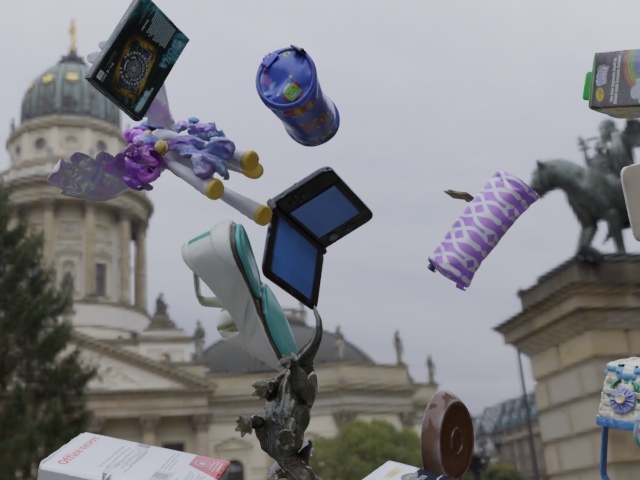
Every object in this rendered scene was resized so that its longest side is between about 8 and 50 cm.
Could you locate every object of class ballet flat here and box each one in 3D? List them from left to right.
[{"bbox_3d":[-0.153,0.117,1.655,0.139,0.139,0.400,-9,-44,12],"label":"ballet flat"}]

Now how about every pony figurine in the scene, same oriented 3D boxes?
[{"bbox_3d":[-0.294,-0.167,1.664,0.363,0.303,0.351,23,-2,28],"label":"pony figurine"}]

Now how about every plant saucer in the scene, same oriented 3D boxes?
[{"bbox_3d":[0.218,0.336,1.478,0.029,0.168,0.168,-3,-15,34],"label":"plant saucer"}]

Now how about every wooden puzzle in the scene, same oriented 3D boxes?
[{"bbox_3d":[0.274,-0.088,1.727,0.049,0.006,0.083,11,-7,32],"label":"wooden puzzle"}]

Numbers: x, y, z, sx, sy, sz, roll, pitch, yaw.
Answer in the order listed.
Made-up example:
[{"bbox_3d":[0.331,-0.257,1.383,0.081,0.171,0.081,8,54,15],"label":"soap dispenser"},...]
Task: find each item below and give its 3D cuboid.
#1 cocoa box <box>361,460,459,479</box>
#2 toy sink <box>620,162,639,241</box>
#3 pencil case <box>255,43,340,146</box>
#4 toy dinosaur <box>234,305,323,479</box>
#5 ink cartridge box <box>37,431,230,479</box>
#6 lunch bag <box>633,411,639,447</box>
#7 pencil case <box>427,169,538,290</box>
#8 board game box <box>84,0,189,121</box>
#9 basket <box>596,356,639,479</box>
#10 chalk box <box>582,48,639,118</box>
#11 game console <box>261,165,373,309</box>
[{"bbox_3d":[0.112,0.481,1.199,0.228,0.231,0.347,8,9,28],"label":"cocoa box"},{"bbox_3d":[0.706,-0.093,1.761,0.234,0.153,0.131,-13,1,-1],"label":"toy sink"},{"bbox_3d":[-0.044,-0.278,1.731,0.119,0.133,0.306,-36,-13,3],"label":"pencil case"},{"bbox_3d":[-0.053,0.264,1.419,0.121,0.314,0.160,-2,-18,14],"label":"toy dinosaur"},{"bbox_3d":[-0.309,0.421,1.466,0.272,0.114,0.197,11,5,6],"label":"ink cartridge box"},{"bbox_3d":[0.755,0.335,1.713,0.224,0.279,0.108,24,3,-13],"label":"lunch bag"},{"bbox_3d":[0.263,-0.015,1.423,0.088,0.206,0.086,36,3,-28],"label":"pencil case"},{"bbox_3d":[-0.319,-0.321,1.548,0.026,0.186,0.126,10,-24,43],"label":"board game box"},{"bbox_3d":[0.718,0.400,1.896,0.254,0.289,0.201,-6,-1,43],"label":"basket"},{"bbox_3d":[0.687,-0.346,1.958,0.132,0.132,0.213,6,1,-40],"label":"chalk box"},{"bbox_3d":[0.000,0.000,2.106,0.250,0.173,0.293,-32,-31,11],"label":"game console"}]
